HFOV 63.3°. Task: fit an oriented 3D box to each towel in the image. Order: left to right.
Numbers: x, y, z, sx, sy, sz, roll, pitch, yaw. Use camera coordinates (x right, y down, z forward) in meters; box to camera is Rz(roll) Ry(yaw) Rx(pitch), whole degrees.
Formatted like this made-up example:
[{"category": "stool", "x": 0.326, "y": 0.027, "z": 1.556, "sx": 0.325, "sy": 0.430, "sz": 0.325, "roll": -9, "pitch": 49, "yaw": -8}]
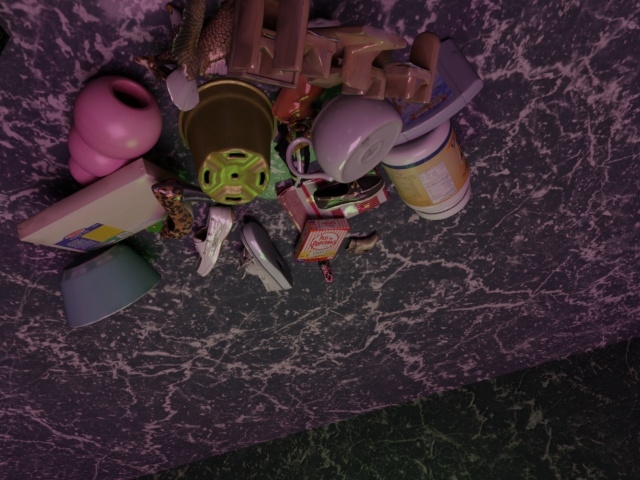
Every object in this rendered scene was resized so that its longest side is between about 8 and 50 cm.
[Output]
[{"category": "towel", "x": 0.046, "y": -0.143, "z": 1.707, "sx": 0.329, "sy": 0.037, "sz": 0.237, "roll": -23, "pitch": 137, "yaw": 8}]

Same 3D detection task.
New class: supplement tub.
[{"category": "supplement tub", "x": 0.313, "y": -0.229, "z": 1.552, "sx": 0.228, "sy": 0.228, "sz": 0.316, "roll": -28, "pitch": 135, "yaw": 13}]

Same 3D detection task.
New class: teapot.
[{"category": "teapot", "x": 0.065, "y": -0.279, "z": 1.310, "sx": 0.256, "sy": 0.187, "sz": 0.252, "roll": -30, "pitch": 159, "yaw": -38}]

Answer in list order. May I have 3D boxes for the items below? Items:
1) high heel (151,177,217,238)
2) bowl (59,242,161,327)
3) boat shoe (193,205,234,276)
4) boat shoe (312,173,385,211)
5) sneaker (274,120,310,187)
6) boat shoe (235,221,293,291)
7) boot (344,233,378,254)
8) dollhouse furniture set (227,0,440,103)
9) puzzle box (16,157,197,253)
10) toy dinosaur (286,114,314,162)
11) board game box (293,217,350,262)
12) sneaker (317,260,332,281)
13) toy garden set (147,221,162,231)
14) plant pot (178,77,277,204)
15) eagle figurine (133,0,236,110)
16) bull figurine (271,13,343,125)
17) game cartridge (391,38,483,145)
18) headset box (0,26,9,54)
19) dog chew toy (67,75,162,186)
[{"category": "high heel", "x": -0.420, "y": -0.081, "z": 1.398, "sx": 0.261, "sy": 0.093, "sz": 0.186, "roll": -34, "pitch": 152, "yaw": 34}, {"category": "bowl", "x": -0.678, "y": 0.117, "z": 1.621, "sx": 0.311, "sy": 0.311, "sz": 0.163, "roll": -22, "pitch": 107, "yaw": 7}, {"category": "boat shoe", "x": -0.371, "y": -0.003, "z": 1.698, "sx": 0.096, "sy": 0.098, "sz": 0.277, "roll": 14, "pitch": 120, "yaw": -26}, {"category": "boat shoe", "x": 0.089, "y": -0.158, "z": 1.619, "sx": 0.228, "sy": 0.081, "sz": 0.068, "roll": -21, "pitch": 143, "yaw": 7}, {"category": "sneaker", "x": -0.086, "y": -0.263, "z": 1.539, "sx": 0.097, "sy": 0.084, "sz": 0.234, "roll": 10, "pitch": 135, "yaw": 8}, {"category": "boat shoe", "x": -0.226, "y": 0.075, "z": 1.800, "sx": 0.156, "sy": 0.136, "sz": 0.367, "roll": -18, "pitch": 146, "yaw": 8}, {"category": "boot", "x": 0.146, "y": 0.009, "z": 1.885, "sx": 0.087, "sy": 0.042, "sz": 0.118, "roll": 15, "pitch": 128, "yaw": -25}, {"category": "dollhouse furniture set", "x": -0.007, "y": -0.445, "z": 1.056, "sx": 0.362, "sy": 0.394, "sz": 0.256, "roll": -2, "pitch": 106, "yaw": -41}, {"category": "puzzle box", "x": -0.574, "y": -0.081, "z": 1.438, "sx": 0.409, "sy": 0.052, "sz": 0.272, "roll": -24, "pitch": 165, "yaw": 11}, {"category": "toy dinosaur", "x": -0.052, "y": -0.271, "z": 1.403, "sx": 0.211, "sy": 0.064, "sz": 0.112, "roll": -35, "pitch": 143, "yaw": 27}, {"category": "board game box", "x": 0.000, "y": 0.000, "z": 1.797, "sx": 0.147, "sy": 0.045, "sz": 0.193, "roll": -5, "pitch": 146, "yaw": -23}, {"category": "sneaker", "x": 0.021, "y": 0.111, "z": 1.943, "sx": 0.047, "sy": 0.057, "sz": 0.119, "roll": -19, "pitch": 135, "yaw": 7}, {"category": "toy garden set", "x": -0.542, "y": -0.113, "z": 1.573, "sx": 0.244, "sy": 0.049, "sz": 0.204, "roll": -1, "pitch": 136, "yaw": -13}, {"category": "plant pot", "x": -0.237, "y": -0.241, "z": 1.374, "sx": 0.276, "sy": 0.254, "sz": 0.276, "roll": -7, "pitch": 136, "yaw": -7}, {"category": "eagle figurine", "x": -0.280, "y": -0.469, "z": 1.183, "sx": 0.298, "sy": 0.226, "sz": 0.225, "roll": -32, "pitch": 114, "yaw": 24}, {"category": "bull figurine", "x": -0.008, "y": -0.430, "z": 1.352, "sx": 0.188, "sy": 0.101, "sz": 0.310, "roll": 14, "pitch": 131, "yaw": -30}, {"category": "game cartridge", "x": 0.270, "y": -0.389, "z": 1.400, "sx": 0.297, "sy": 0.198, "sz": 0.062, "roll": -32, "pitch": 146, "yaw": 16}, {"category": "headset box", "x": -0.791, "y": -0.448, "z": 1.018, "sx": 0.131, "sy": 0.246, "sz": 0.283, "roll": -21, "pitch": 137, "yaw": 5}, {"category": "dog chew toy", "x": -0.543, "y": -0.255, "z": 1.325, "sx": 0.207, "sy": 0.206, "sz": 0.332, "roll": 20, "pitch": 134, "yaw": -31}]
